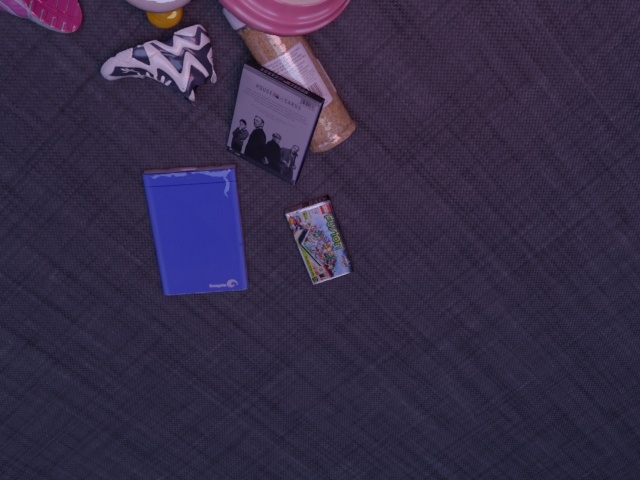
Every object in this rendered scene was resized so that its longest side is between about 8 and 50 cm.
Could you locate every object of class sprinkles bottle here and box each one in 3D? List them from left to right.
[{"bbox_3d":[-0.059,-0.357,1.298,0.121,0.121,0.355,-29,115,10],"label":"sprinkles bottle"}]

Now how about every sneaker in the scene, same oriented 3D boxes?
[{"bbox_3d":[-0.594,-0.492,1.216,0.252,0.111,0.102,29,74,-34],"label":"sneaker"},{"bbox_3d":[-0.326,-0.341,1.302,0.235,0.094,0.153,-22,107,-4],"label":"sneaker"}]

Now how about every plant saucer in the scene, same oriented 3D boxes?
[{"bbox_3d":[-0.062,-0.554,1.147,0.332,0.084,0.331,-3,96,-24],"label":"plant saucer"}]

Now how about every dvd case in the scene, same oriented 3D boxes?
[{"bbox_3d":[-0.102,-0.244,1.320,0.179,0.029,0.238,28,138,5],"label":"dvd case"}]

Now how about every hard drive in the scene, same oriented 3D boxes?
[{"bbox_3d":[-0.294,-0.020,1.491,0.211,0.040,0.318,-4,116,-2],"label":"hard drive"}]

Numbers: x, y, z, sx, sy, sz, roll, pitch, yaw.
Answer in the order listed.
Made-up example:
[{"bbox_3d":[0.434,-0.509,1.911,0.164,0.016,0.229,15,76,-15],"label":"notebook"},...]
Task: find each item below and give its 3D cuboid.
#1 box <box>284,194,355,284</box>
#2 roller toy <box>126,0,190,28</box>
[{"bbox_3d":[0.000,0.000,1.523,0.114,0.036,0.206,-19,116,5],"label":"box"},{"bbox_3d":[-0.310,-0.535,1.180,0.191,0.146,0.209,34,110,-18],"label":"roller toy"}]
